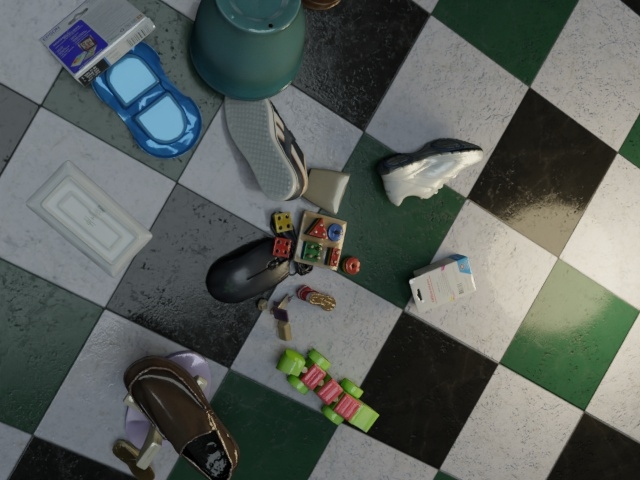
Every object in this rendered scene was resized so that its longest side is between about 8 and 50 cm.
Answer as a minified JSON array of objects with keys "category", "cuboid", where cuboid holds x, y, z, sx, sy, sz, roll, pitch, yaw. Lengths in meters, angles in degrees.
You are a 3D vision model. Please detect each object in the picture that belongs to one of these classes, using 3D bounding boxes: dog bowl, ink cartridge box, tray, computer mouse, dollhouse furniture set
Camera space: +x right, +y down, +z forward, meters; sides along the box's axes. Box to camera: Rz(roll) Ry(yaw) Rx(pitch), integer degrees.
[{"category":"dog bowl","cuboid":[-0.405,-0.328,1.736,0.166,0.074,0.297,-40,107,-8]},{"category":"ink cartridge box","cuboid":[-0.496,-0.457,1.648,0.206,0.208,0.045,-42,144,-6]},{"category":"tray","cuboid":[-0.543,-0.047,1.762,0.270,0.030,0.145,44,84,-18]},{"category":"computer mouse","cuboid":[-0.158,0.065,1.875,0.272,0.072,0.189,-31,107,-10]},{"category":"dollhouse furniture set","cuboid":[-0.101,0.195,1.947,0.081,0.091,0.114,-49,142,-46]},{"category":"ink cartridge box","cuboid":[0.322,0.117,2.034,0.181,0.061,0.104,-20,103,-14]}]

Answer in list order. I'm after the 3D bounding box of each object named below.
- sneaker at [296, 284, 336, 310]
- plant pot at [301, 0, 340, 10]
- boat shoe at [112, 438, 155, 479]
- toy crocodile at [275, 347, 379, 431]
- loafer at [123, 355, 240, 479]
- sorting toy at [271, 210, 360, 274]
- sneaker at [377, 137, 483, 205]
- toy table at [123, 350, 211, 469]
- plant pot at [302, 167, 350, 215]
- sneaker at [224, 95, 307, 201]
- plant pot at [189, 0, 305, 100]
[{"category":"sneaker","cuboid":[-0.013,0.150,1.954,0.118,0.067,0.042,27,88,-49]},{"category":"plant pot","cuboid":[0.017,-0.644,1.766,0.166,0.165,0.167,-3,99,-17]},{"category":"boat shoe","cuboid":[-0.465,0.549,1.872,0.050,0.045,0.135,-37,105,2]},{"category":"toy crocodile","cuboid":[0.022,0.395,1.964,0.340,0.105,0.115,43,85,-19]},{"category":"loafer","cuboid":[-0.298,0.409,1.687,0.134,0.130,0.366,-42,108,-5]},{"category":"sorting toy","cuboid":[0.000,0.000,1.900,0.274,0.046,0.132,14,86,-31]},{"category":"sneaker","cuboid":[0.292,-0.185,1.970,0.297,0.111,0.129,-17,119,-10]},{"category":"toy table","cuboid":[-0.368,0.414,1.821,0.252,0.161,0.274,23,92,-19]},{"category":"plant pot","cuboid":[0.007,-0.132,1.880,0.096,0.109,0.109,19,93,-7]},{"category":"sneaker","cuboid":[-0.130,-0.240,1.817,0.126,0.127,0.321,-25,82,22]},{"category":"plant pot","cuboid":[-0.153,-0.484,1.650,0.271,0.255,0.272,2,78,-10]}]
